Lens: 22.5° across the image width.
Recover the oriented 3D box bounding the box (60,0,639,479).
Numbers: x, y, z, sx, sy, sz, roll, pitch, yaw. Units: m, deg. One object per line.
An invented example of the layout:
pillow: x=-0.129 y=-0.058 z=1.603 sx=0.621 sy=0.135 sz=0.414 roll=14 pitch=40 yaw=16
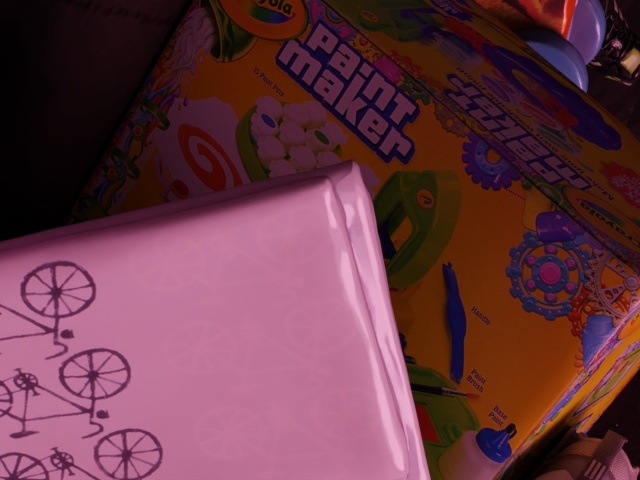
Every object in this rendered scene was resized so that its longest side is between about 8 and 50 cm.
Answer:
box: x=0.029 y=0.017 z=0.924 sx=0.177 sy=0.290 sz=0.279 roll=-16 pitch=145 yaw=-58

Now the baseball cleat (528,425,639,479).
baseball cleat: x=0.125 y=0.176 z=0.891 sx=0.109 sy=0.072 sz=0.206 roll=-43 pitch=167 yaw=-35

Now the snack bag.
snack bag: x=-0.102 y=0.140 z=0.785 sx=0.323 sy=0.037 sz=0.342 roll=-13 pitch=122 yaw=3

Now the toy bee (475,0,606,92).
toy bee: x=0.103 y=-0.116 z=1.070 sx=0.195 sy=0.162 sz=0.298 roll=-43 pitch=137 yaw=-68

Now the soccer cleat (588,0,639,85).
soccer cleat: x=0.237 y=-0.174 z=1.343 sx=0.060 sy=0.072 sz=0.179 roll=-49 pitch=162 yaw=7
